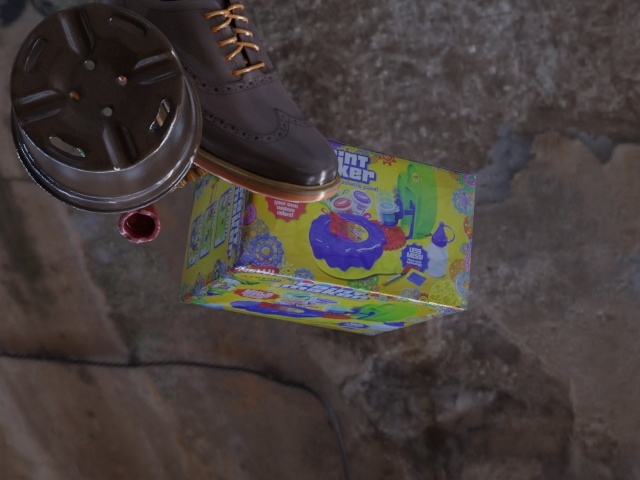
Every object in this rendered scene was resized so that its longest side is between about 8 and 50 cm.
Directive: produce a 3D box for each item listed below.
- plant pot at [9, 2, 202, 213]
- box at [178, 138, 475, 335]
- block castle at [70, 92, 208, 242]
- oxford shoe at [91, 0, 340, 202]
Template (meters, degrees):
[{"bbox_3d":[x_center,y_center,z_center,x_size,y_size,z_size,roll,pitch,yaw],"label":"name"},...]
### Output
[{"bbox_3d":[-0.174,-0.108,0.769,0.167,0.166,0.165,-20,-177,-10],"label":"plant pot"},{"bbox_3d":[0.000,0.000,1.222,0.290,0.177,0.279,11,164,-19],"label":"box"},{"bbox_3d":[-0.350,-0.227,1.863,0.303,0.453,0.212,-23,-143,9],"label":"block castle"},{"bbox_3d":[-0.110,-0.179,0.986,0.364,0.132,0.130,41,-139,17],"label":"oxford shoe"}]
